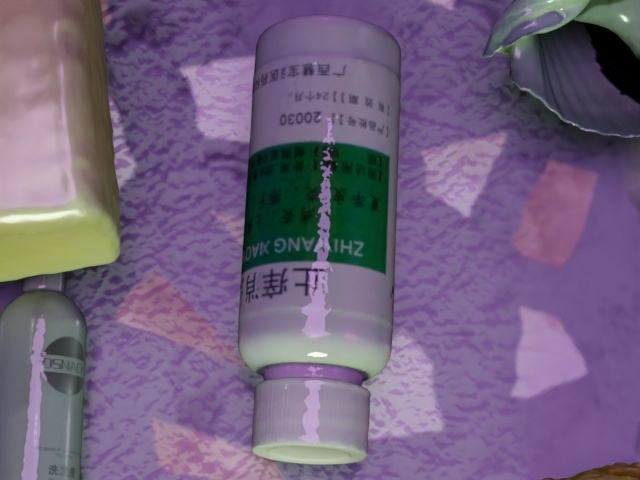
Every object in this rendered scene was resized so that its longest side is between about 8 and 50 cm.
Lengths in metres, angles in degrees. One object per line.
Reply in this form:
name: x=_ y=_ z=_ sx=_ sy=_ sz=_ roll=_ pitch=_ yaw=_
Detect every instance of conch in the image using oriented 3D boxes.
conch: x=0.197 y=-0.163 z=1.082 sx=0.200 sy=0.131 sz=0.172 roll=-32 pitch=105 yaw=18

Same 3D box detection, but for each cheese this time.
cheese: x=-0.247 y=-0.108 z=1.023 sx=0.243 sy=0.124 sz=0.265 roll=-10 pitch=74 yaw=8

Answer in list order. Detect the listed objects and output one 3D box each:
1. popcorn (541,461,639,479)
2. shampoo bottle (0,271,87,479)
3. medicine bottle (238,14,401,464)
popcorn: x=0.161 y=0.182 z=1.001 sx=0.106 sy=0.116 sz=0.120 roll=28 pitch=118 yaw=35
shampoo bottle: x=-0.167 y=0.077 z=1.039 sx=0.056 sy=0.056 sz=0.195 roll=0 pitch=75 yaw=-2
medicine bottle: x=0.000 y=0.000 z=1.047 sx=0.095 sy=0.095 sz=0.260 roll=1 pitch=74 yaw=-1
